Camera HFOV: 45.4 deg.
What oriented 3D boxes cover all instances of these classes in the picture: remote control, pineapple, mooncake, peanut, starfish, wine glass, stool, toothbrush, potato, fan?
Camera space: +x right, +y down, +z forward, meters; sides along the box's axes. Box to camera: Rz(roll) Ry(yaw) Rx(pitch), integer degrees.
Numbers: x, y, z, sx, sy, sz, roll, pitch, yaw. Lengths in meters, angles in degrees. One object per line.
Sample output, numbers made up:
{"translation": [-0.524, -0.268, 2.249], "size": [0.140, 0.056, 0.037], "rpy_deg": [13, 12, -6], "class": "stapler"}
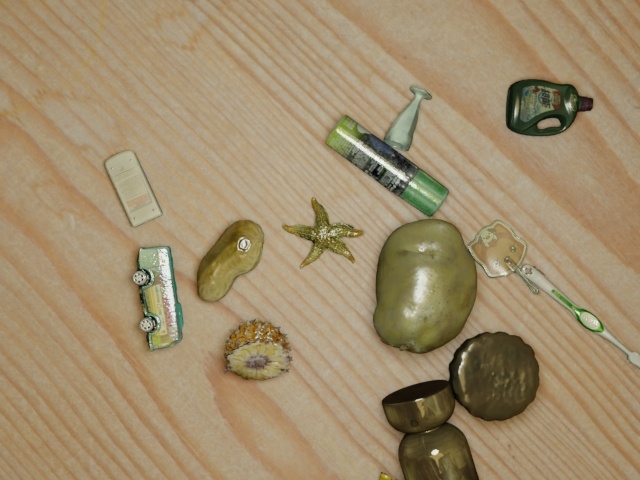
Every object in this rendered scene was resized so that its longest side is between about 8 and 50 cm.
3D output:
{"translation": [-0.480, -0.135, 1.960], "size": [0.087, 0.029, 0.190], "rpy_deg": [-25, 90, -2], "class": "remote control"}
{"translation": [-0.161, 0.253, 1.927], "size": [0.175, 0.137, 0.162], "rpy_deg": [-6, 133, 0], "class": "pineapple"}
{"translation": [0.432, 0.339, 1.933], "size": [0.228, 0.124, 0.228], "rpy_deg": [0, 85, -5], "class": "mooncake"}
{"translation": [-0.228, 0.054, 1.925], "size": [0.120, 0.110, 0.236], "rpy_deg": [35, 90, -14], "class": "peanut"}
{"translation": [0.000, 0.000, 1.966], "size": [0.208, 0.053, 0.176], "rpy_deg": [30, 99, 5], "class": "starfish"}
{"translation": [0.227, -0.310, 1.961], "size": [0.073, 0.073, 0.155], "rpy_deg": [28, 86, -1], "class": "wine glass"}
{"translation": [0.273, 0.499, 1.896], "size": [0.179, 0.179, 0.264], "rpy_deg": [-16, 90, -2], "class": "stool"}
{"translation": [0.685, 0.200, 1.978], "size": [0.418, 0.040, 0.042], "rpy_deg": [39, 91, 0], "class": "toothbrush"}
{"translation": [0.257, 0.114, 1.880], "size": [0.243, 0.221, 0.327], "rpy_deg": [7, 79, -12], "class": "potato"}
{"translation": [0.487, 0.054, 1.979], "size": [0.132, 0.009, 0.220], "rpy_deg": [-40, 83, 0], "class": "fan"}

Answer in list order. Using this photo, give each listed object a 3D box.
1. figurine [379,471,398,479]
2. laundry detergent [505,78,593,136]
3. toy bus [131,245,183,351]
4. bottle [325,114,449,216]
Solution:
{"translation": [0.143, 0.722, 1.918], "size": [0.162, 0.143, 0.263], "rpy_deg": [25, 72, -9], "class": "figurine"}
{"translation": [0.593, -0.338, 1.968], "size": [0.221, 0.078, 0.144], "rpy_deg": [3, 91, -4], "class": "laundry detergent"}
{"translation": [-0.410, 0.144, 1.932], "size": [0.109, 0.091, 0.262], "rpy_deg": [-8, 91, -8], "class": "toy bus"}
{"translation": [0.170, -0.187, 1.945], "size": [0.330, 0.093, 0.093], "rpy_deg": [36, 89, -1], "class": "bottle"}
